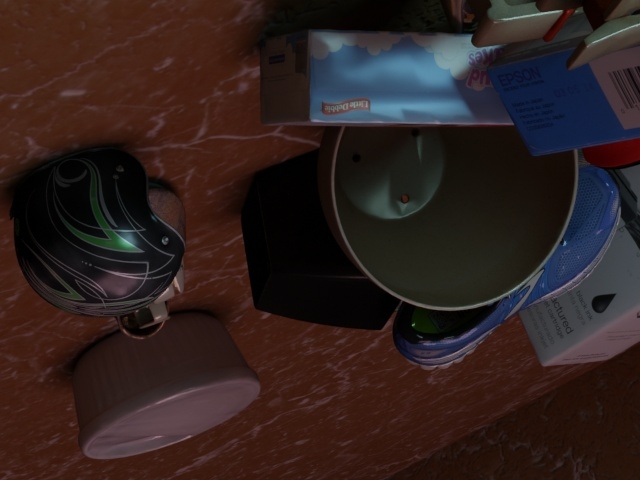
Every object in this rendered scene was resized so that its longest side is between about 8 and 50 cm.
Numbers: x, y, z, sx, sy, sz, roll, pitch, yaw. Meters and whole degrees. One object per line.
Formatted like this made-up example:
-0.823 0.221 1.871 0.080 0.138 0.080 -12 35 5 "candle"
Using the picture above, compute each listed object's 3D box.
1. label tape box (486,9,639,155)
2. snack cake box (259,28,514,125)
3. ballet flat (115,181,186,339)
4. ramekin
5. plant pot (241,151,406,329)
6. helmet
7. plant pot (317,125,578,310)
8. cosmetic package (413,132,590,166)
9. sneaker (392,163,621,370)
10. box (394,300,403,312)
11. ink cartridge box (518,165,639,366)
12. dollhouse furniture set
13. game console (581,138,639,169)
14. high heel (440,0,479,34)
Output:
0.342 -0.223 1.489 0.240 0.106 0.333 -8 -150 51 "label tape box"
0.087 -0.155 1.580 0.264 0.089 0.152 -1 -178 -20 "snack cake box"
-0.203 0.036 1.930 0.107 0.106 0.316 -18 161 -14 "ballet flat"
-0.233 0.205 2.340 0.273 0.127 0.273 -21 162 -7 "ramekin"
0.000 0.000 1.966 0.167 0.188 0.187 -5 158 -14 "plant pot"
-0.233 0.002 1.706 0.169 0.161 0.169 -20 162 -7 "helmet"
0.113 -0.078 1.786 0.284 0.284 0.191 -17 -168 -17 "plant pot"
0.265 -0.138 1.972 0.309 0.113 0.160 -32 160 29 "cosmetic package"
0.222 0.031 1.919 0.330 0.130 0.147 -41 168 1 "sneaker"
0.224 0.018 2.452 0.201 0.057 0.293 -5 155 -41 "box"
0.414 -0.050 2.115 0.166 0.285 0.395 -2 153 -46 "ink cartridge box"
0.200 -0.265 1.297 0.135 0.262 0.259 -18 163 -20 "dollhouse furniture set"
0.418 -0.220 1.627 0.386 0.060 0.342 -28 -162 12 "game console"
0.198 -0.280 1.518 0.186 0.093 0.261 -19 156 -3 "high heel"
